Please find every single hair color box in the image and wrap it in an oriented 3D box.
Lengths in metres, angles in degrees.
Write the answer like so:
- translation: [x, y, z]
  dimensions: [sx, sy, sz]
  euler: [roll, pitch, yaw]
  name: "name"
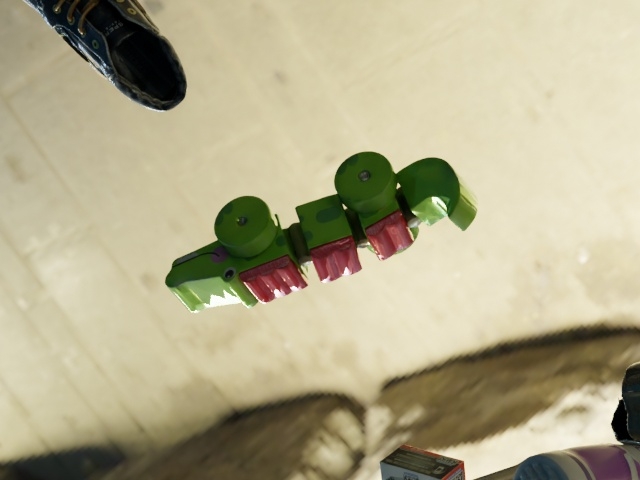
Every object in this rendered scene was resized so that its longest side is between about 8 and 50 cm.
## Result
- translation: [0.128, 0.336, 1.992]
  dimensions: [0.093, 0.053, 0.167]
  euler: [11, 119, 37]
  name: "hair color box"

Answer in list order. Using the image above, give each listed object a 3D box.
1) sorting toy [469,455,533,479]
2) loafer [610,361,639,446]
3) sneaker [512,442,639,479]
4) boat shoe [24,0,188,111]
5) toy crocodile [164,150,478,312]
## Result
- translation: [0.260, 0.418, 2.277]
  dimensions: [0.229, 0.041, 0.307]
  euler: [-25, 125, 20]
  name: "sorting toy"
- translation: [0.291, 0.141, 1.369]
  dimensions: [0.087, 0.094, 0.251]
  euler: [8, 160, 3]
  name: "loafer"
- translation: [0.217, 0.295, 1.321]
  dimensions: [0.102, 0.161, 0.282]
  euler: [28, 113, 45]
  name: "sneaker"
- translation: [-0.161, -0.167, 1.185]
  dimensions: [0.183, 0.065, 0.083]
  euler: [45, 177, -18]
  name: "boat shoe"
- translation: [0.000, 0.000, 1.762]
  dimensions: [0.115, 0.340, 0.105]
  euler: [61, -170, -52]
  name: "toy crocodile"
